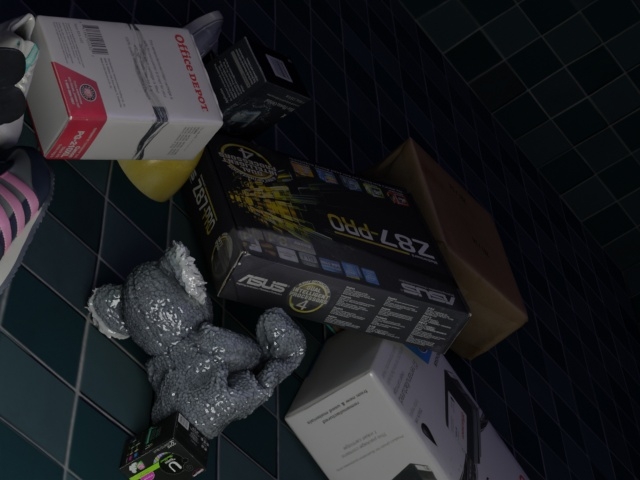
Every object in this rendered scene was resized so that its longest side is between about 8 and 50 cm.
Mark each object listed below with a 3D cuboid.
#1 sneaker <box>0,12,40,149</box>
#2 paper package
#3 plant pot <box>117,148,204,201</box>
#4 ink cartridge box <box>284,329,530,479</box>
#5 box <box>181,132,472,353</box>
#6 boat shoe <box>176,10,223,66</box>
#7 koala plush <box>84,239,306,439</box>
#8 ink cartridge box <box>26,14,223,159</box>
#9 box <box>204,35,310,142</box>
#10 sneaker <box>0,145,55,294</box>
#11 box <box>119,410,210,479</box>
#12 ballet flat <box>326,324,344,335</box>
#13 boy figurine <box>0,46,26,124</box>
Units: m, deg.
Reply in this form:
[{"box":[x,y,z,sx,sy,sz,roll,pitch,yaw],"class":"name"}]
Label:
[{"box":[-0.391,-0.211,1.826,0.080,0.094,0.212,40,28,-43],"class":"sneaker"},{"box":[0.223,0.017,2.788,0.325,0.168,0.309,38,28,-42],"class":"paper package"},{"box":[-0.224,-0.137,2.097,0.134,0.095,0.134,47,23,-27],"class":"plant pot"},{"box":[0.148,0.327,2.192,0.395,0.166,0.285,55,22,-10],"class":"ink cartridge box"},{"box":[0.000,0.000,2.155,0.394,0.097,0.318,16,32,-28],"class":"box"},{"box":[-0.212,-0.324,2.426,0.081,0.079,0.227,64,24,-12],"class":"boat shoe"},{"box":[-0.165,0.116,1.764,0.221,0.196,0.203,58,30,-11],"class":"koala plush"},{"box":[-0.273,-0.202,1.955,0.237,0.100,0.172,-1,59,-38],"class":"ink cartridge box"},{"box":[-0.127,-0.239,2.364,0.156,0.158,0.093,12,49,-62],"class":"box"},{"box":[-0.382,-0.041,1.588,0.131,0.112,0.319,52,20,-25],"class":"sneaker"},{"box":[-0.180,0.250,1.678,0.062,0.083,0.052,48,22,-24],"class":"box"},{"box":[0.023,0.081,2.310,0.342,0.124,0.116,39,28,-40],"class":"ballet flat"},{"box":[-0.437,-0.226,1.680,0.092,0.177,0.285,-14,36,-29],"class":"boy figurine"}]
